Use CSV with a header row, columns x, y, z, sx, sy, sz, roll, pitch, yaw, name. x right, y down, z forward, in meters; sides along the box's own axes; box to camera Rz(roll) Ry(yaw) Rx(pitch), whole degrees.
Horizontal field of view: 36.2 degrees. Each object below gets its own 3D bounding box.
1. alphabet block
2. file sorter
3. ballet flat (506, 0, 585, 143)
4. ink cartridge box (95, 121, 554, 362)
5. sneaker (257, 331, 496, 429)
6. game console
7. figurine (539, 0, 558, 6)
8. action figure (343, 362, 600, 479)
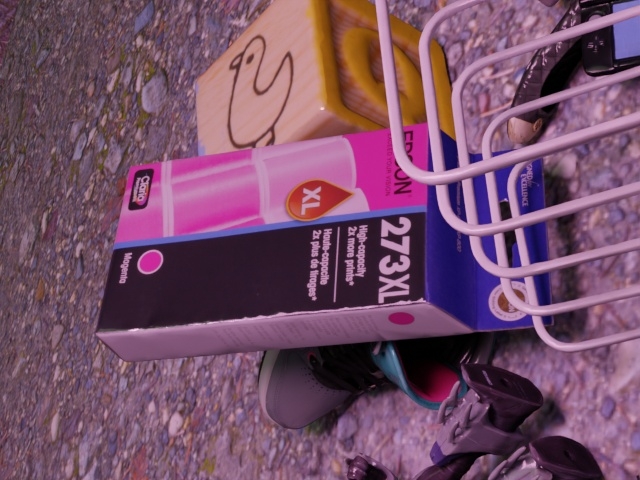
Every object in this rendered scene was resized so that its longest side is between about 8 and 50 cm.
x,y,z,sx,sy,sz,roll,pitch,yaw,name
0.006,-0.116,0.995,0.197,0.193,0.192,-37,48,38,alphabet block
0.173,-0.066,0.632,0.173,0.278,0.192,-17,57,22,file sorter
0.217,-0.157,0.852,0.049,0.057,0.173,38,111,24,ballet flat
0.000,0.000,0.820,0.371,0.069,0.175,-6,57,16,ink cartridge box
0.055,0.104,0.889,0.295,0.124,0.178,-54,28,20,sneaker
0.259,-0.197,0.763,0.122,0.071,0.107,-6,67,26,game console
0.250,-0.334,0.854,0.209,0.092,0.215,-31,42,35,figurine
0.087,0.231,0.798,0.285,0.099,0.185,-55,47,27,action figure
